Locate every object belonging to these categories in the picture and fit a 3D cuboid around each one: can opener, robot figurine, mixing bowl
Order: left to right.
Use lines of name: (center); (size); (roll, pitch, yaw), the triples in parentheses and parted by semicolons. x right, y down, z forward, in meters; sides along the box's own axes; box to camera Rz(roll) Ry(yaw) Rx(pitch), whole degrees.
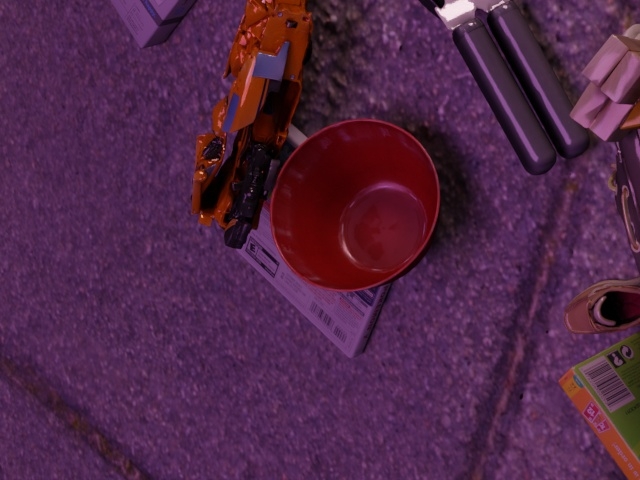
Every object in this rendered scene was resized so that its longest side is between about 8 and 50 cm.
robot figurine: (-0.074, -0.139, 2.069); (0.085, 0.211, 0.291); (14, 116, -8)
mixing bowl: (0.049, -0.025, 2.014); (0.181, 0.098, 0.181); (-6, 74, 20)
can opener: (0.164, -0.192, 1.887); (0.280, 0.074, 0.093); (60, 172, 12)

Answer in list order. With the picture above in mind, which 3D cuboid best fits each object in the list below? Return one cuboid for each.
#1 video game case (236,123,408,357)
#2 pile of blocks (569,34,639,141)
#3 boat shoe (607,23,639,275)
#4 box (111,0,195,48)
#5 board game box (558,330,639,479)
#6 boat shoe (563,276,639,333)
video game case: (0.000, 0.000, 2.155); (0.201, 0.023, 0.183); (43, 132, 27)
pile of blocks: (0.365, -0.127, 1.575); (0.362, 0.113, 0.148); (-16, 85, 28)
boat shoe: (0.306, -0.040, 1.758); (0.091, 0.109, 0.305); (-17, 97, 43)
box: (-0.184, -0.326, 2.204); (0.145, 0.038, 0.186); (58, 136, 12)
board game box: (0.339, 0.206, 1.809); (0.259, 0.124, 0.039); (54, 140, 17)
boat shoe: (0.276, 0.063, 1.876); (0.135, 0.045, 0.050); (-25, 87, 48)
